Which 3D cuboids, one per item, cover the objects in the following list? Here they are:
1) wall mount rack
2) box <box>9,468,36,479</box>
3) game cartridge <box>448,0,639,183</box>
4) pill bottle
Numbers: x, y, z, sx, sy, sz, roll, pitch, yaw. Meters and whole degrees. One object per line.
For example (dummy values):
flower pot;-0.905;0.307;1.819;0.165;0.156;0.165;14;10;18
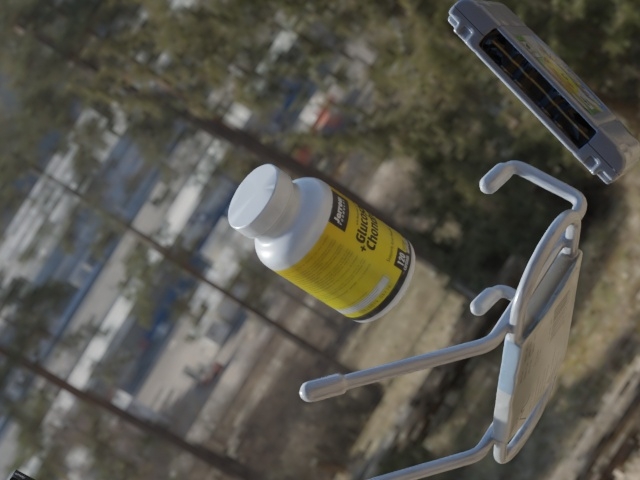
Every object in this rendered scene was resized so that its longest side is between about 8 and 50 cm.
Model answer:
wall mount rack;0.120;0.105;1.369;0.304;0.130;0.350;-51;-24;-28
box;-0.315;0.294;1.642;0.083;0.067;0.018;-59;5;14
game cartridge;0.083;-0.056;0.561;0.017;0.083;0.056;-45;-7;14
pill bottle;0.000;0.000;1.562;0.103;0.184;0.103;-36;36;32
